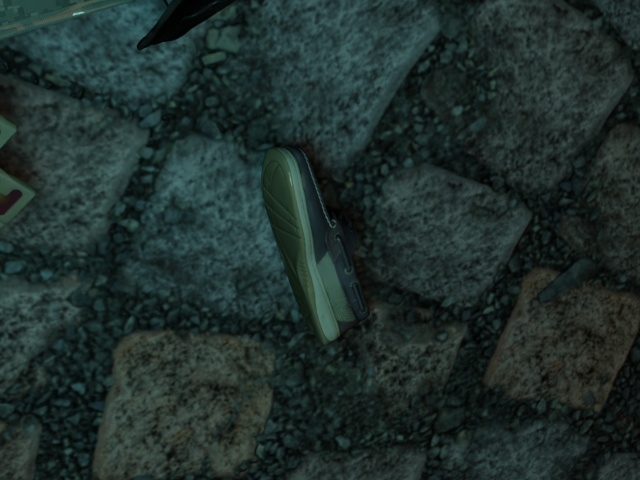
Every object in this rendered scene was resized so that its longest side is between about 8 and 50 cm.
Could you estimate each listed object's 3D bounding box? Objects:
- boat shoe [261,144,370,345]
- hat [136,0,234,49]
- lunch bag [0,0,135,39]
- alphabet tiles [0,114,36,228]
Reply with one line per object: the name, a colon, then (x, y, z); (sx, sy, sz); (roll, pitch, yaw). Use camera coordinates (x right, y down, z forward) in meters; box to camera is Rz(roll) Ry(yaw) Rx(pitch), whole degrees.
boat shoe: (0.000, 0.000, 1.222); (0.092, 0.103, 0.285); (-25, 122, -17)
hat: (-0.089, -0.322, 0.950); (0.331, 0.331, 0.134); (-36, 99, -5)
lunch bag: (-0.349, -0.302, 0.911); (0.287, 0.169, 0.235); (-21, 117, -18)
alphabet tiles: (-0.464, -0.054, 0.962); (0.285, 0.011, 0.342); (34, 124, -30)
